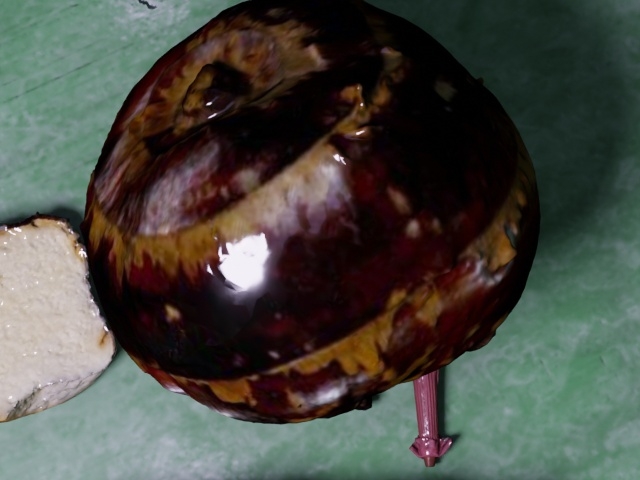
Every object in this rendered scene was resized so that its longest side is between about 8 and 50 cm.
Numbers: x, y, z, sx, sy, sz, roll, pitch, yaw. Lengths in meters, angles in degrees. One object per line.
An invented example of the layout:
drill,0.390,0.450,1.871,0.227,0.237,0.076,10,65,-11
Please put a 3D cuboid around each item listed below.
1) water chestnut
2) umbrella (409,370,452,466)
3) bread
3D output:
water chestnut,0.000,0.000,1.124,0.300,0.300,0.300,0,78,-1
umbrella,0.068,0.068,1.217,0.027,0.025,0.165,0,80,-20
bread,-0.204,0.053,1.209,0.126,0.044,0.129,-20,76,-12
